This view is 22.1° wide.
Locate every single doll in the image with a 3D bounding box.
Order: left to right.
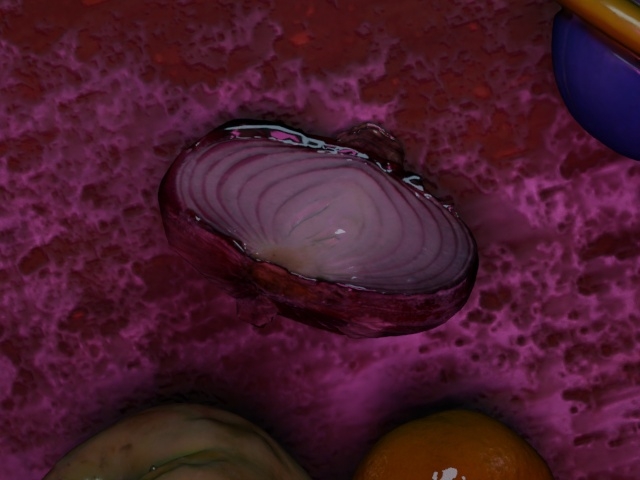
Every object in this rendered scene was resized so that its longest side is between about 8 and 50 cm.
[{"bbox_3d":[0.268,-0.146,0.995,0.311,0.159,0.243,22,92,-27],"label":"doll"}]

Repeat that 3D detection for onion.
[{"bbox_3d":[0.000,0.000,1.057,0.206,0.151,0.098,25,139,7],"label":"onion"}]

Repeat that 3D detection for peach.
[{"bbox_3d":[-0.084,0.233,1.061,0.214,0.214,0.235,-26,107,9],"label":"peach"}]

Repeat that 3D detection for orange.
[{"bbox_3d":[0.083,0.189,1.078,0.136,0.159,0.159,-9,108,43],"label":"orange"}]
